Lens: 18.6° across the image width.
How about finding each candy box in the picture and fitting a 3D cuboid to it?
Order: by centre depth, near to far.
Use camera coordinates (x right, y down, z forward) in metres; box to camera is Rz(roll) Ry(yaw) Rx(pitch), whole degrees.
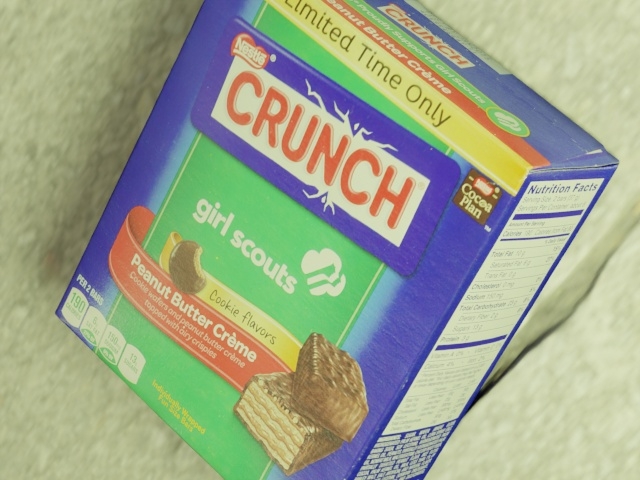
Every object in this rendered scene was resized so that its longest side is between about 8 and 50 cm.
[{"bbox_3d":[0.000,0.000,1.300,0.268,0.122,0.317,41,116,26],"label":"candy box"}]
